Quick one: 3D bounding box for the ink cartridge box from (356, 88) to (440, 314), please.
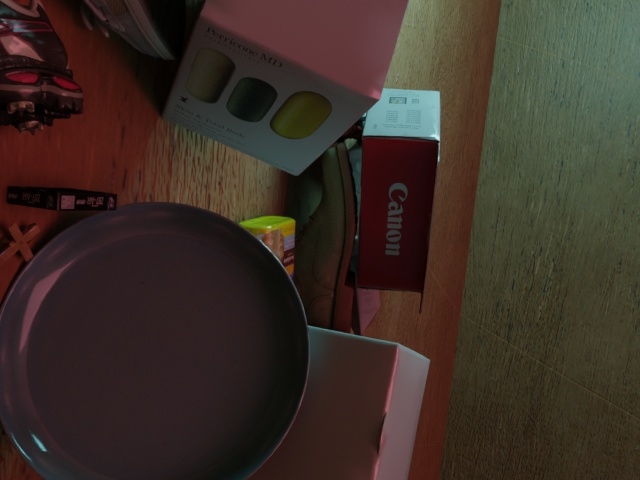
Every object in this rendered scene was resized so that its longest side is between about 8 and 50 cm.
[{"bbox_3d":[0.134,-0.071,1.199,0.272,0.130,0.310,-76,168,-55],"label":"ink cartridge box"}]

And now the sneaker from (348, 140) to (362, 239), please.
[{"bbox_3d":[0.157,-0.111,1.540,0.236,0.130,0.323,-44,132,-48],"label":"sneaker"}]

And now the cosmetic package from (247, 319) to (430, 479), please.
[{"bbox_3d":[-0.072,0.193,0.831,0.155,0.365,0.197,36,66,-64],"label":"cosmetic package"}]

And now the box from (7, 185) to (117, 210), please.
[{"bbox_3d":[-0.260,-0.043,0.691,0.083,0.067,0.018,-7,103,-67],"label":"box"}]

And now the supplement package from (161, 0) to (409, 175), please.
[{"bbox_3d":[-0.045,-0.234,0.800,0.262,0.199,0.198,-30,-140,66],"label":"supplement package"}]

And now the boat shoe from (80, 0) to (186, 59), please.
[{"bbox_3d":[-0.225,-0.290,0.664,0.320,0.103,0.118,49,44,-67],"label":"boat shoe"}]

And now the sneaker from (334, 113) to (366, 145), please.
[{"bbox_3d":[0.052,-0.250,1.291,0.276,0.097,0.135,-11,111,-64],"label":"sneaker"}]

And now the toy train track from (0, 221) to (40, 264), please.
[{"bbox_3d":[-0.310,0.011,0.666,0.083,0.014,0.048,-54,152,-37],"label":"toy train track"}]

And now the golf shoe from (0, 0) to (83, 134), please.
[{"bbox_3d":[-0.311,-0.154,0.529,0.273,0.105,0.120,-8,86,-68],"label":"golf shoe"}]

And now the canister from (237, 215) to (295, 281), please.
[{"bbox_3d":[-0.090,0.051,1.110,0.126,0.073,0.170,-22,116,-64],"label":"canister"}]

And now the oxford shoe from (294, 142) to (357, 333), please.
[{"bbox_3d":[0.000,0.000,1.216,0.123,0.130,0.349,-61,154,-80],"label":"oxford shoe"}]

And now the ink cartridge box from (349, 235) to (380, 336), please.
[{"bbox_3d":[0.076,0.110,1.415,0.181,0.056,0.225,-116,-166,-55],"label":"ink cartridge box"}]

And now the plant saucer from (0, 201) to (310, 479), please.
[{"bbox_3d":[-0.170,0.116,0.713,0.044,0.317,0.318,126,-17,-69],"label":"plant saucer"}]
